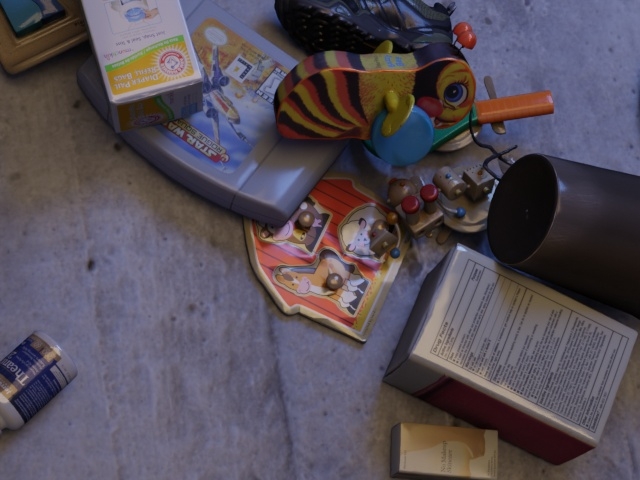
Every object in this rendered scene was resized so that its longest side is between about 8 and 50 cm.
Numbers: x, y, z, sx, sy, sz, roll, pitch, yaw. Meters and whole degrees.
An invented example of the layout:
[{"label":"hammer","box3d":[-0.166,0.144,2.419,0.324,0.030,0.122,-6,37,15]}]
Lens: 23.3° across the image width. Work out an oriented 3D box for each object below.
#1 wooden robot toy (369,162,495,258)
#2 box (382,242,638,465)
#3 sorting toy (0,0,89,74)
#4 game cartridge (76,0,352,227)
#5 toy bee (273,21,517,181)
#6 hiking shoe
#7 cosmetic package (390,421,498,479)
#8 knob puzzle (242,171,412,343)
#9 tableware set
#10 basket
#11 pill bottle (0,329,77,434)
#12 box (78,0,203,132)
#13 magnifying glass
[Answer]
[{"label":"wooden robot toy","box3d":[0.110,-0.053,1.779,0.173,0.076,0.079,-32,57,-11]},{"label":"box","box3d":[0.210,0.131,1.737,0.232,0.127,0.149,26,68,-3]},{"label":"sorting toy","box3d":[-0.270,-0.348,1.793,0.307,0.041,0.229,-28,75,-9]},{"label":"game cartridge","box3d":[-0.120,-0.156,1.782,0.297,0.062,0.198,35,61,4]},{"label":"toy bee","box3d":[0.103,-0.175,1.731,0.298,0.162,0.195,-1,30,-31]},{"label":"hiking shoe","box3d":[0.054,-0.273,1.870,0.227,0.086,0.114,17,56,-13]},{"label":"cosmetic package","box3d":[0.138,0.238,1.730,0.115,0.041,0.060,5,71,-12]},{"label":"knob puzzle","box3d":[0.000,0.000,1.784,0.213,0.030,0.213,4,72,-11]},{"label":"tableware set","box3d":[0.163,-0.093,1.847,0.128,0.039,0.194,-12,69,-1]},{"label":"basket","box3d":[0.312,-0.007,1.733,0.227,0.204,0.154,15,67,-27]},{"label":"pill bottle","box3d":[-0.320,0.157,1.637,0.067,0.067,0.120,45,68,4]},{"label":"box","box3d":[-0.203,-0.235,1.695,0.103,0.114,0.203,-15,77,-8]},{"label":"magnifying glass","box3d":[0.159,-0.146,1.834,0.231,0.026,0.092,-9,68,2]}]
